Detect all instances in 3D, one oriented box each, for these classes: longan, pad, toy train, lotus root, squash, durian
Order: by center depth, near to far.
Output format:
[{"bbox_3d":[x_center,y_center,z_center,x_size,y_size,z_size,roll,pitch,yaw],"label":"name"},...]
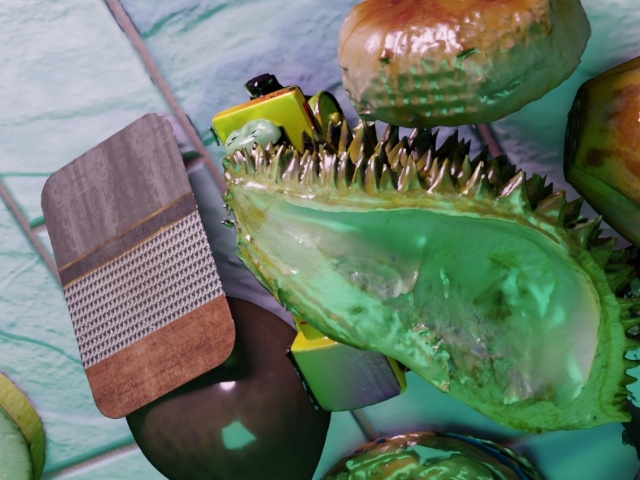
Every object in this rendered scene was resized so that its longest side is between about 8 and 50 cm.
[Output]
[{"bbox_3d":[0.283,-0.064,1.367,0.180,0.199,0.188,12,114,6],"label":"lotus root"},{"bbox_3d":[0.098,0.013,1.402,0.394,0.163,0.198,23,102,-10],"label":"durian"},{"bbox_3d":[0.000,0.000,1.491,0.100,0.160,0.296,-17,112,25],"label":"toy train"},{"bbox_3d":[-0.244,0.052,1.546,0.323,0.055,0.250,-22,70,8],"label":"pad"},{"bbox_3d":[-0.084,0.148,1.574,0.212,0.198,0.198,21,124,30],"label":"longan"},{"bbox_3d":[-0.390,0.207,1.766,0.219,0.041,0.219,8,123,12],"label":"squash"}]

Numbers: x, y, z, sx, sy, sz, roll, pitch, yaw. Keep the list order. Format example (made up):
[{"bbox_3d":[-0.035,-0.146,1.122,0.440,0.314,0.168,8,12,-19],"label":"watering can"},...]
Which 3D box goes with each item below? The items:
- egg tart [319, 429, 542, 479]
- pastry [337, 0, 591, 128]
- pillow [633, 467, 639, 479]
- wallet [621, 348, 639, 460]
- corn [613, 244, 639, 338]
[{"bbox_3d":[0.112,0.315,1.666,0.291,0.107,0.291,6,120,10],"label":"egg tart"},{"bbox_3d":[0.113,-0.165,1.366,0.192,0.182,0.093,-4,121,28],"label":"pastry"},{"bbox_3d":[0.315,0.307,1.560,0.106,0.186,0.250,-7,143,-24],"label":"pillow"},{"bbox_3d":[0.364,0.112,1.534,0.250,0.044,0.149,-28,105,25],"label":"wallet"},{"bbox_3d":[0.236,0.062,1.512,0.253,0.086,0.086,-21,111,25],"label":"corn"}]
